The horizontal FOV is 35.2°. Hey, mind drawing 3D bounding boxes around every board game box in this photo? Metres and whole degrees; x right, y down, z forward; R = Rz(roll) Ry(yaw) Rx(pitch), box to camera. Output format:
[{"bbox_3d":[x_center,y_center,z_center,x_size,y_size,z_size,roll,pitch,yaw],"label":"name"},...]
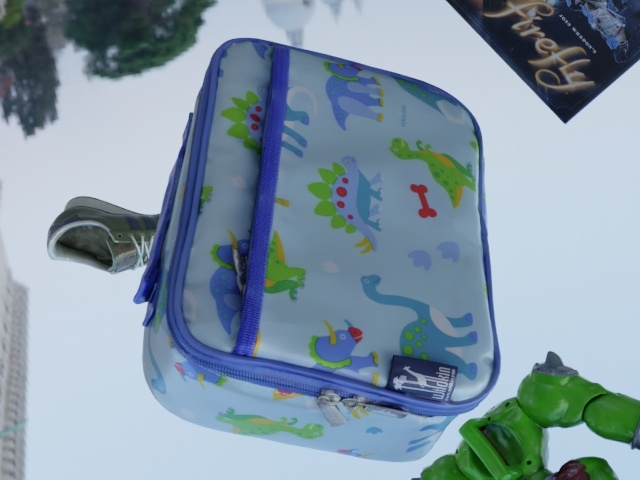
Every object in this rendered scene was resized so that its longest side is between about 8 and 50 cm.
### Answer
[{"bbox_3d":[0.159,-0.229,0.740,0.165,0.243,0.042,-44,-177,29],"label":"board game box"}]

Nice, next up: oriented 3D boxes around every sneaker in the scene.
[{"bbox_3d":[-0.178,0.007,0.991,0.192,0.064,0.086,9,-152,8],"label":"sneaker"}]

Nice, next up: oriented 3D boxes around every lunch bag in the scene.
[{"bbox_3d":[0.000,0.000,0.537,0.176,0.090,0.219,15,-127,-12],"label":"lunch bag"}]

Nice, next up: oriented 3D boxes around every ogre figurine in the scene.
[{"bbox_3d":[0.146,0.159,0.667,0.118,0.197,0.097,48,-144,16],"label":"ogre figurine"}]
